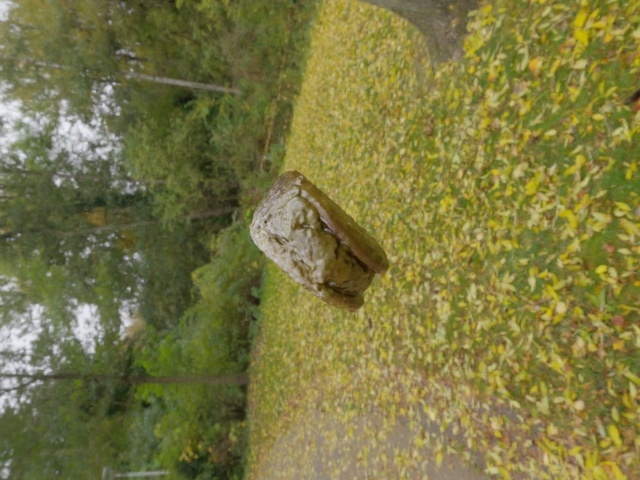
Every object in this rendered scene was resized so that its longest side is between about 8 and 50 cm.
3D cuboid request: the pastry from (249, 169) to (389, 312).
[{"bbox_3d":[0.000,0.000,0.346,0.097,0.109,0.057,41,97,27],"label":"pastry"}]
